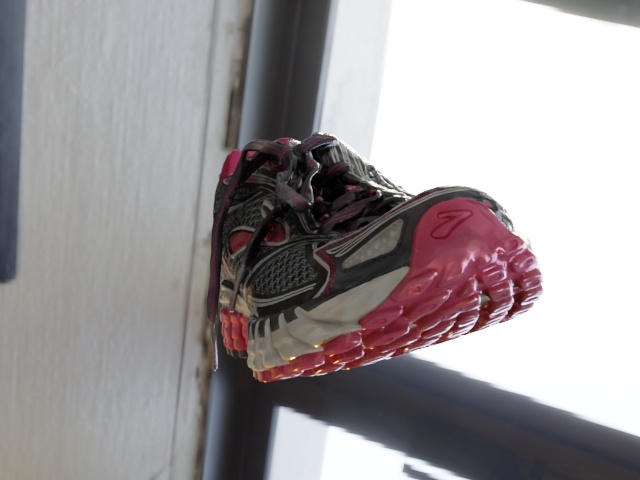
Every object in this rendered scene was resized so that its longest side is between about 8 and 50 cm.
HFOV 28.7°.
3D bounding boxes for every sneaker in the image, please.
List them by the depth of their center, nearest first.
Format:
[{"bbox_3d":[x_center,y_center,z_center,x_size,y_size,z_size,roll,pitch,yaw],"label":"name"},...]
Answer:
[{"bbox_3d":[0.000,0.000,0.595,0.121,0.112,0.299,-13,-177,-18],"label":"sneaker"}]
